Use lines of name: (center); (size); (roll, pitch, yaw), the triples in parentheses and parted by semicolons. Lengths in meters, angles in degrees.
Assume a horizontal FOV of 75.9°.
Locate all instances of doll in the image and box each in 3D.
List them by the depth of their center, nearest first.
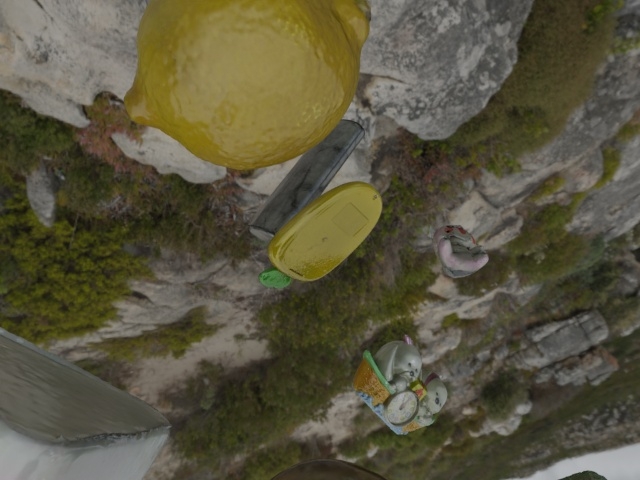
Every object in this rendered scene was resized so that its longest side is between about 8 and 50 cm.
doll: (0.348, 0.025, 1.043); (0.149, 0.192, 0.095); (17, 116, 3)

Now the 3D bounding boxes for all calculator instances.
calculator: (0.000, 0.000, 0.649); (0.235, 0.032, 0.146); (-44, 140, 10)

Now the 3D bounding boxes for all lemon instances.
lemon: (-0.062, -0.163, 0.386); (0.244, 0.187, 0.187); (-29, 152, -11)

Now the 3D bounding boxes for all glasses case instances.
glasses case: (-0.025, -0.123, 0.840); (0.299, 0.114, 0.060); (-55, 128, -17)

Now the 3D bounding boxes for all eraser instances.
eraser: (-0.323, 0.240, 0.482); (0.150, 0.331, 0.331); (-61, 156, -18)

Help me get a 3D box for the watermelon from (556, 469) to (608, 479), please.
watermelon: (0.347, 0.361, 0.555); (0.080, 0.101, 0.155); (7, 164, 15)

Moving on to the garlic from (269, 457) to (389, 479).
garlic: (0.053, 0.407, 0.517); (0.338, 0.151, 0.196); (2, -159, 26)

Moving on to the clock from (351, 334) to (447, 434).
clock: (0.157, 0.277, 0.780); (0.144, 0.103, 0.231); (-42, 114, -6)
